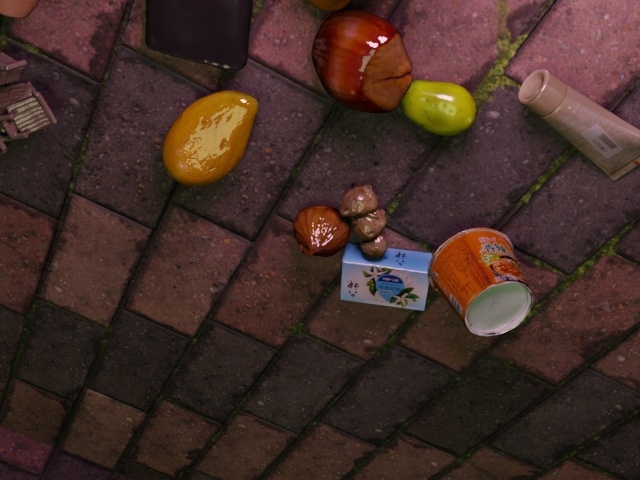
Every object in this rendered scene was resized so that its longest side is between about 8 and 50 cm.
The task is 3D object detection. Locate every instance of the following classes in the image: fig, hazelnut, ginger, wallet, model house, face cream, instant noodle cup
[{"bbox_3d":[0.000,0.000,1.769,0.146,0.201,0.134,-7,120,10],"label":"fig"},{"bbox_3d":[0.083,-0.366,1.458,0.181,0.181,0.212,-15,133,-13],"label":"hazelnut"},{"bbox_3d":[0.115,-0.044,1.775,0.104,0.080,0.204,-31,125,-6],"label":"ginger"},{"bbox_3d":[-0.236,-0.548,1.429,0.228,0.062,0.406,15,131,0],"label":"wallet"},{"bbox_3d":[-0.739,-0.329,1.691,0.188,0.122,0.229,-10,125,17],"label":"model house"},{"bbox_3d":[0.567,-0.241,1.516,0.341,0.084,0.137,27,133,-23],"label":"face cream"},{"bbox_3d":[0.399,0.109,1.740,0.230,0.182,0.230,-7,127,-10],"label":"instant noodle cup"}]

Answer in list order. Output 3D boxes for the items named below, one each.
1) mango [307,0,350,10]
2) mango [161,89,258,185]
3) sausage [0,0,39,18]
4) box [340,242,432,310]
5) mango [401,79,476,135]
[{"bbox_3d":[-0.003,-0.520,1.386,0.115,0.089,0.165,-22,120,39],"label":"mango"},{"bbox_3d":[-0.259,-0.236,1.670,0.176,0.119,0.317,41,122,-12],"label":"mango"},{"bbox_3d":[-0.606,-0.563,1.457,0.123,0.123,0.253,35,130,-18],"label":"sausage"},{"bbox_3d":[0.172,0.096,1.890,0.232,0.083,0.143,7,132,5],"label":"box"},{"bbox_3d":[0.254,-0.286,1.539,0.163,0.089,0.117,14,141,16],"label":"mango"}]
